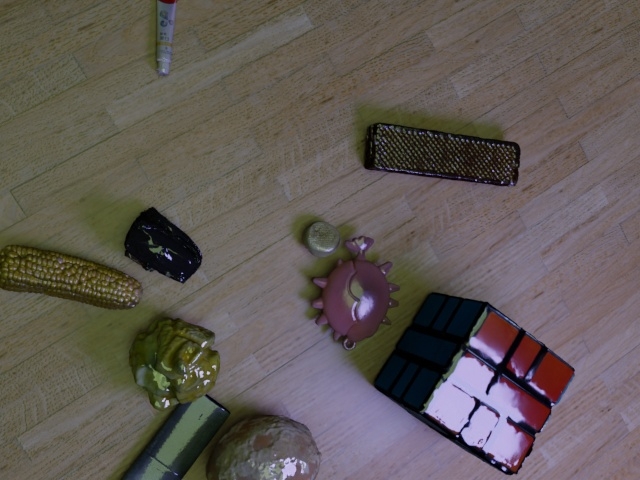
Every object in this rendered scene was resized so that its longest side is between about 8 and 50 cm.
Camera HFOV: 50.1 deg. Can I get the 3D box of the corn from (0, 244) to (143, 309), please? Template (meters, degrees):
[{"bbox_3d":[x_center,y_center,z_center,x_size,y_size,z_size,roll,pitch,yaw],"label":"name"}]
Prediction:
[{"bbox_3d":[-0.506,0.080,1.384,0.291,0.101,0.101,16,86,-15],"label":"corn"}]

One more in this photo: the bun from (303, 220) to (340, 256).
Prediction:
[{"bbox_3d":[0.000,0.000,1.554,0.086,0.055,0.086,6,64,-13],"label":"bun"}]

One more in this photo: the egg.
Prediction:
[{"bbox_3d":[-0.120,0.474,1.452,0.245,0.203,0.204,-7,93,-17],"label":"egg"}]

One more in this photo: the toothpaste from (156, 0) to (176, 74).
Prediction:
[{"bbox_3d":[-0.332,-0.450,1.465,0.048,0.031,0.191,3,87,-13],"label":"toothpaste"}]

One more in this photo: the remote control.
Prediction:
[{"bbox_3d":[-0.348,0.493,1.465,0.107,0.044,0.378,40,81,-16],"label":"remote control"}]

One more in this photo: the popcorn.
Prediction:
[{"bbox_3d":[-0.302,0.255,1.418,0.187,0.167,0.186,-3,118,22],"label":"popcorn"}]

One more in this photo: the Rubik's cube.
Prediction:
[{"bbox_3d":[0.336,0.311,1.541,0.293,0.288,0.283,38,80,-12],"label":"Rubik's cube"}]

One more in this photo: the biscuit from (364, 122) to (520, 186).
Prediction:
[{"bbox_3d":[0.294,-0.200,1.630,0.387,0.073,0.108,5,91,-16],"label":"biscuit"}]

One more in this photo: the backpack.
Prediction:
[{"bbox_3d":[-0.331,0.020,1.430,0.165,0.120,0.106,41,101,-13],"label":"backpack"}]

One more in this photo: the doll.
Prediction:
[{"bbox_3d":[0.081,0.120,1.561,0.211,0.093,0.262,0,91,-13],"label":"doll"}]
